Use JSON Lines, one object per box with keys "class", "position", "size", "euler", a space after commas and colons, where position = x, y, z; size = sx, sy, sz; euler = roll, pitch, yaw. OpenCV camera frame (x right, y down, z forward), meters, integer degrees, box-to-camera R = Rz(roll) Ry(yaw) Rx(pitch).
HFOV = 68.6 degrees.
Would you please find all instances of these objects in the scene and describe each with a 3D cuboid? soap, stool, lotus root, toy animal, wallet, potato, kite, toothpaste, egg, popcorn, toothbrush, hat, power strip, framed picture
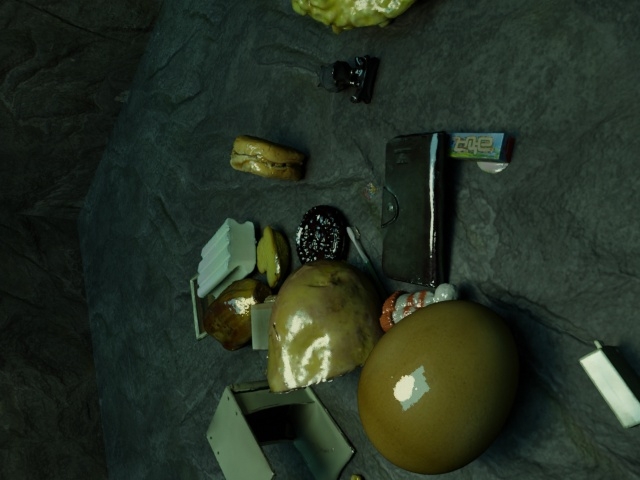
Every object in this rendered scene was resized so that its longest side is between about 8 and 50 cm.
{"class": "soap", "position": [-0.313, 0.067, 1.541], "size": [0.289, 0.095, 0.173], "euler": [-38, 50, 49]}
{"class": "stool", "position": [-0.104, 0.493, 1.153], "size": [0.269, 0.243, 0.171], "euler": [43, 117, 43]}
{"class": "lotus root", "position": [-0.233, 0.212, 1.405], "size": [0.291, 0.193, 0.193], "euler": [-45, 53, 47]}
{"class": "toy animal", "position": [0.038, -0.415, 1.207], "size": [0.210, 0.117, 0.121], "euler": [19, 106, 46]}
{"class": "wallet", "position": [0.195, -0.066, 1.000], "size": [0.172, 0.045, 0.319], "euler": [10, 102, 53]}
{"class": "potato", "position": [-0.003, 0.164, 1.039], "size": [0.300, 0.288, 0.238], "euler": [-22, 85, 29]}
{"class": "kite", "position": [0.131, -0.117, 1.145], "size": [0.078, 0.002, 0.044], "euler": [25, 104, 48]}
{"class": "toothpaste", "position": [0.283, -0.178, 0.944], "size": [0.193, 0.044, 0.071], "euler": [16, 97, 49]}
{"class": "egg", "position": [0.204, 0.250, 0.824], "size": [0.250, 0.250, 0.323], "euler": [46, 113, 42]}
{"class": "popcorn", "position": [0.082, -0.634, 1.077], "size": [0.334, 0.275, 0.279], "euler": [-1, 45, 13]}
{"class": "toothbrush", "position": [0.120, 0.070, 1.120], "size": [0.257, 0.024, 0.018], "euler": [67, 152, 29]}
{"class": "hat", "position": [0.208, 0.135, 0.939], "size": [0.162, 0.112, 0.094], "euler": [-24, 72, 44]}
{"class": "power strip", "position": [0.447, 0.230, 0.679], "size": [0.042, 0.075, 0.175], "euler": [-46, 52, 33]}
{"class": "framed picture", "position": [-0.428, 0.225, 1.739], "size": [0.197, 0.014, 0.253], "euler": [-32, 62, 42]}

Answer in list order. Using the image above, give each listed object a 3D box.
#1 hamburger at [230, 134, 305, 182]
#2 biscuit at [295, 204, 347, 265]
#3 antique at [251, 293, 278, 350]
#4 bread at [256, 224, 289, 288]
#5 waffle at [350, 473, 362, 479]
{"class": "hamburger", "position": [-0.157, -0.233, 1.346], "size": [0.213, 0.213, 0.108], "euler": [30, 109, 47]}
{"class": "biscuit", "position": [0.000, 0.000, 1.242], "size": [0.194, 0.053, 0.195], "euler": [-8, 80, 49]}
{"class": "antique", "position": [-0.085, 0.214, 1.240], "size": [0.146, 0.151, 0.148], "euler": [-17, 75, 49]}
{"class": "bread", "position": [-0.141, 0.058, 1.397], "size": [0.149, 0.065, 0.188], "euler": [-48, 49, 46]}
{"class": "waffle", "position": [0.091, 0.691, 1.041], "size": [0.283, 0.065, 0.310], "euler": [-18, 73, 47]}
